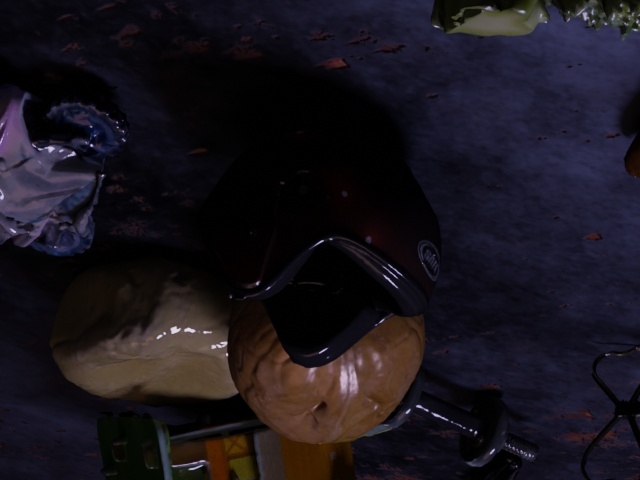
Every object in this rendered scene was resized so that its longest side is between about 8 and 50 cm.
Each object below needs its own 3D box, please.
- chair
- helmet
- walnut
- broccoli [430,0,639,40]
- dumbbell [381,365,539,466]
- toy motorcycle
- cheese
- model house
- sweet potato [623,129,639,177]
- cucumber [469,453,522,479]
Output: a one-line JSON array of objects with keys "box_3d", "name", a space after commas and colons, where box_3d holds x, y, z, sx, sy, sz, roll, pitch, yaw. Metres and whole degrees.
[{"box_3d": [0.435, 0.204, 1.858, 0.325, 0.160, 0.170, -1, 149, 20], "name": "chair"}, {"box_3d": [0.000, 0.000, 1.621, 0.216, 0.193, 0.189, 14, 160, 27], "name": "helmet"}, {"box_3d": [0.003, 0.096, 1.832, 0.193, 0.193, 0.226, 11, 150, 6], "name": "walnut"}, {"box_3d": [0.130, -0.211, 1.172, 0.226, 0.176, 0.198, -13, 147, 20], "name": "broccoli"}, {"box_3d": [0.132, 0.187, 2.048, 0.254, 0.081, 0.081, 25, 152, -21], "name": "dumbbell"}, {"box_3d": [-0.290, -0.074, 1.729, 0.204, 0.108, 0.239, 14, 129, -10], "name": "toy motorcycle"}, {"box_3d": [-0.164, 0.105, 2.006, 0.226, 0.117, 0.214, -12, 150, 34], "name": "cheese"}, {"box_3d": [-0.075, 0.296, 2.165, 0.313, 0.242, 0.357, -6, 175, -19], "name": "model house"}, {"box_3d": [0.300, -0.102, 1.428, 0.057, 0.057, 0.264, 21, 153, -13], "name": "sweet potato"}, {"box_3d": [0.210, 0.277, 2.240, 0.039, 0.043, 0.163, 55, 152, 13], "name": "cucumber"}]
